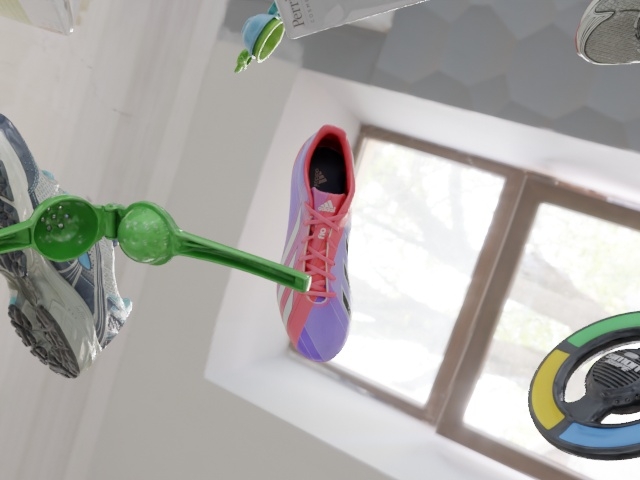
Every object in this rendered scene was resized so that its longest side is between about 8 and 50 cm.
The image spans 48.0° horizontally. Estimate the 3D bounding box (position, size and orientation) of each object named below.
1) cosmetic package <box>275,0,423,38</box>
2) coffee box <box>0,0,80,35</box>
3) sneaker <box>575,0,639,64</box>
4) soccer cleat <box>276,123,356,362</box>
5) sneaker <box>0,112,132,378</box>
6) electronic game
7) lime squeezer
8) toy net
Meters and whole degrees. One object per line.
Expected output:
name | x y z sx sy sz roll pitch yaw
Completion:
cosmetic package | 0.063 -0.262 0.596 0.085 0.231 0.117 -100 -9 -49
coffee box | -0.388 -0.441 0.725 0.338 0.335 0.337 -153 79 -72
sneaker | 0.312 -0.180 0.577 0.088 0.225 0.092 47 -122 -33
soccer cleat | 0.000 0.000 0.753 0.095 0.083 0.247 109 165 -72
sneaker | -0.277 -0.005 0.731 0.122 0.110 0.282 -46 -47 -46
electronic game | 0.346 0.158 0.820 0.229 0.229 0.048 -48 -66 -37
lime squeezer | -0.166 -0.002 0.564 0.110 0.311 0.058 -135 49 -76
toy net | -0.043 -0.338 1.049 0.232 0.045 0.122 -54 -5 -21
